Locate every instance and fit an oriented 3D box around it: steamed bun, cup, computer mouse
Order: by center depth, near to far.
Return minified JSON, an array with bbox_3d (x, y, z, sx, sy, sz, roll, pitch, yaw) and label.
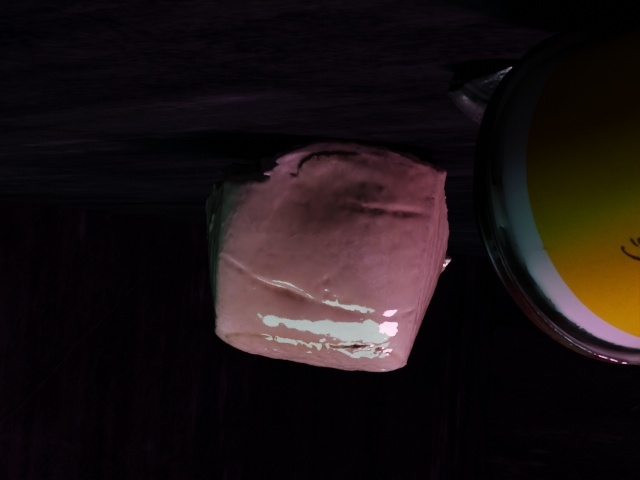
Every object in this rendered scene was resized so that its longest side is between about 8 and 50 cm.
[{"bbox_3d":[0.211,-0.039,0.579,0.196,0.196,0.280,5,170,-25],"label":"cup"},{"bbox_3d":[0.155,-0.094,0.818,0.135,0.047,0.079,2,178,-1],"label":"computer mouse"},{"bbox_3d":[0.000,0.000,1.321,0.290,0.273,0.272,0,161,7],"label":"steamed bun"}]
